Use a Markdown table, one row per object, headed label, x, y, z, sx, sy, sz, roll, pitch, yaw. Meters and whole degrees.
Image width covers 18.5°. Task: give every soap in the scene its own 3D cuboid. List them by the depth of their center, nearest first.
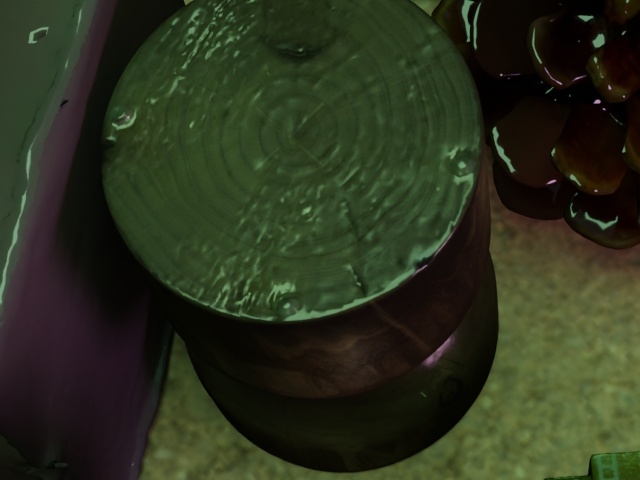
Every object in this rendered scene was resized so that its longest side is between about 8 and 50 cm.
| label | x | y | z | sx | sy | sz | roll | pitch | yaw |
| --- | --- | --- | --- | --- | --- | --- | --- | --- | --- |
| soap | -0.141 | -0.013 | 1.013 | 0.107 | 0.296 | 0.285 | 10 | 69 | 10 |

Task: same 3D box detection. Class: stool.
| label | x | y | z | sx | sy | sz | roll | pitch | yaw |
| --- | --- | --- | --- | --- | --- | --- | --- | --- | --- |
| stool | 0.000 | 0.000 | 1.007 | 0.179 | 0.264 | 0.179 | -2 | 68 | 5 |

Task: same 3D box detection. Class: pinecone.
| label | x | y | z | sx | sy | sz | roll | pitch | yaw |
| --- | --- | --- | --- | --- | --- | --- | --- | --- | --- |
| pinecone | 0.189 | -0.121 | 1.036 | 0.264 | 0.264 | 0.264 | -2 | 69 | 6 |

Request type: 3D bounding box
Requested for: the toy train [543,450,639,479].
| label | x | y | z | sx | sy | sz | roll | pitch | yaw |
| --- | --- | --- | --- | --- | --- | --- | --- | --- | --- |
| toy train | 0.218 | 0.146 | 0.995 | 0.225 | 0.137 | 0.090 | -5 | 68 | 3 |
